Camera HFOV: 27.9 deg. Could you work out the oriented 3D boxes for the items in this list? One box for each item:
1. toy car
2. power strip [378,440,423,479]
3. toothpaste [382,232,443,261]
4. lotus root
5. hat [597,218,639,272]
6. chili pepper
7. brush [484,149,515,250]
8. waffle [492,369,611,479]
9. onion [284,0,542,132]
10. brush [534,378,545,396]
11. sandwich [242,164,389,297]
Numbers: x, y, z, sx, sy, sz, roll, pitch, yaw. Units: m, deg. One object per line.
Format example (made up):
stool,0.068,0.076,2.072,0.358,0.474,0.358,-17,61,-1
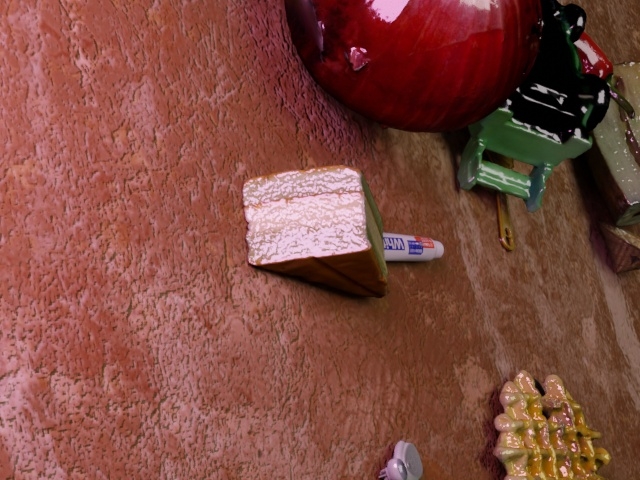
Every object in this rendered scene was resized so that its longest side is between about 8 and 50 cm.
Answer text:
toy car,0.291,-0.243,1.944,0.213,0.176,0.358,14,51,-27
power strip,0.095,0.269,1.537,0.083,0.035,0.055,-13,82,-68
toothpaste,0.083,0.009,1.659,0.218,0.033,0.052,4,65,-47
lotus root,0.559,-0.176,2.261,0.267,0.149,0.260,-19,69,-20
hat,0.518,0.027,2.194,0.146,0.067,0.146,27,14,-7
chili pepper,0.375,-0.329,2.157,0.368,0.092,0.137,30,38,-16
brush,0.277,-0.084,1.975,0.082,0.010,0.218,26,52,-43
waffle,0.318,0.309,1.779,0.261,0.056,0.250,57,38,-19
onion,0.110,-0.295,1.620,0.341,0.341,0.341,29,50,-41
brush,0.326,0.231,1.870,0.083,0.008,0.024,50,37,-23
sandwich,0.000,0.000,1.548,0.187,0.144,0.117,63,21,-66
